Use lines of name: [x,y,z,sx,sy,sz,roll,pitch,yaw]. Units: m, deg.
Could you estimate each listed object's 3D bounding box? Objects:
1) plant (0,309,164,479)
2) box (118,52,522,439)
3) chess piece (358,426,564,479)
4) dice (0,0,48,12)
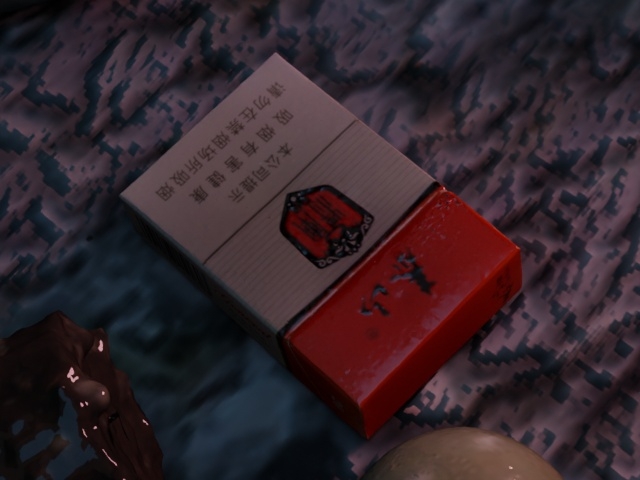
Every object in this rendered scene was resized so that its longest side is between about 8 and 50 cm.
plant: [-0.183,0.139,0.729,0.275,0.149,0.146,-22,62,0]
box: [0.000,0.000,0.828,0.100,0.048,0.152,-44,63,-12]
chess piece: [0.106,0.162,0.695,0.133,0.133,0.243,-44,58,-14]
dice: [-0.207,-0.314,0.860,0.348,0.328,0.330,-10,63,4]
